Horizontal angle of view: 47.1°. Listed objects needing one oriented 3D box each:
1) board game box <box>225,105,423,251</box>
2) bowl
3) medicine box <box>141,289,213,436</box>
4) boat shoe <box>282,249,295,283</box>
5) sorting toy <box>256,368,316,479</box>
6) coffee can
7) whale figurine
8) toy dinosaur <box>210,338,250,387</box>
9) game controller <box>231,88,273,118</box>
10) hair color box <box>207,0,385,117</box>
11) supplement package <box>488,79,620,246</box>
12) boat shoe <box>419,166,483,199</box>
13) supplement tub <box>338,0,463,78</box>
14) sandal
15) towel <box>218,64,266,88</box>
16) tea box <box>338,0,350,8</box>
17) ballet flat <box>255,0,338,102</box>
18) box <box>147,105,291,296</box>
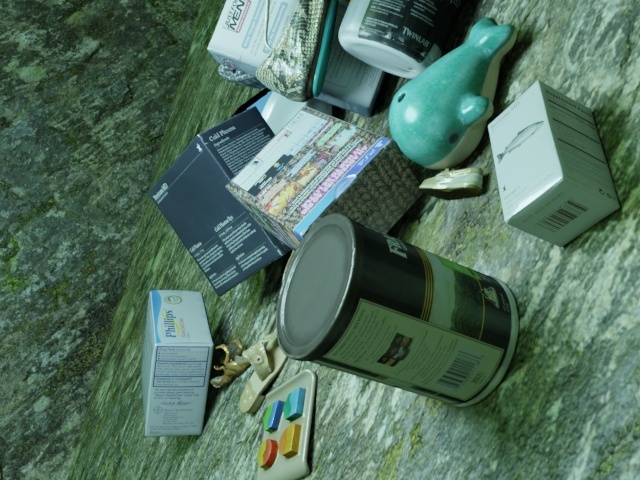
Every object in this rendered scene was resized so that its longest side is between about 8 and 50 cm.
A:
[{"bbox_3d":[0.001,-0.097,1.381,0.232,0.141,0.291,-47,39,-9],"label":"board game box"},{"bbox_3d":[-0.052,-0.268,1.811,0.298,0.134,0.298,-44,35,42],"label":"bowl"},{"bbox_3d":[-0.382,0.318,1.926,0.263,0.149,0.289,-120,38,-60],"label":"medicine box"},{"bbox_3d":[0.000,0.000,1.527,0.098,0.109,0.302,111,-178,-71],"label":"boat shoe"},{"bbox_3d":[-0.075,0.379,1.464,0.193,0.038,0.208,-41,36,46],"label":"sorting toy"},{"bbox_3d":[0.104,0.102,1.024,0.201,0.275,0.202,-45,34,42],"label":"coffee can"},{"bbox_3d":[0.216,-0.257,1.240,0.272,0.141,0.216,-61,25,17],"label":"whale figurine"},{"bbox_3d":[-0.198,0.296,1.783,0.211,0.064,0.112,-36,72,44],"label":"toy dinosaur"},{"bbox_3d":[-0.137,-0.370,2.068,0.319,0.067,0.166,-29,42,33],"label":"game controller"},{"bbox_3d":[-0.034,-0.426,1.607,0.113,0.374,0.185,26,-95,-85],"label":"hair color box"},{"bbox_3d":[0.305,-0.102,0.977,0.105,0.105,0.179,-45,33,43],"label":"supplement package"},{"bbox_3d":[0.220,-0.097,1.223,0.135,0.050,0.045,3,70,54],"label":"boat shoe"},{"bbox_3d":[0.184,-0.505,1.423,0.338,0.207,0.207,-68,24,1],"label":"supplement tub"},{"bbox_3d":[-0.141,0.273,1.623,0.240,0.079,0.088,-65,33,11],"label":"sandal"},{"bbox_3d":[-0.105,-0.480,1.887,0.283,0.235,0.121,-16,91,16],"label":"towel"},{"bbox_3d":[0.037,-0.655,1.701,0.220,0.323,0.329,-65,23,7],"label":"tea box"},{"bbox_3d":[-0.013,-0.524,1.466,0.164,0.182,0.483,-25,-44,-82],"label":"ballet flat"},{"bbox_3d":[-0.196,-0.082,1.708,0.179,0.312,0.343,-37,3,-37],"label":"box"}]
